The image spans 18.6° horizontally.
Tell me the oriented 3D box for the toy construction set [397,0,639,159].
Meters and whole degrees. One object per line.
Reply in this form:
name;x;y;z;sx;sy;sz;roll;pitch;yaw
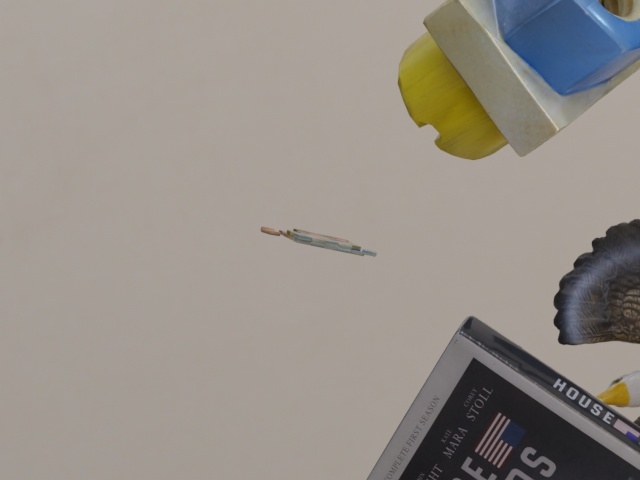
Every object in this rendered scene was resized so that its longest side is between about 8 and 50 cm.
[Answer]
toy construction set;0.081;-0.152;0.478;0.215;0.151;0.327;45;29;-9

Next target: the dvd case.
dvd case;0.143;0.175;1.125;0.239;0.179;0.029;34;34;9

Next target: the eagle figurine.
eagle figurine;0.341;0.108;1.766;0.298;0.225;0.226;-119;-137;-82

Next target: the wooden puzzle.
wooden puzzle;0.000;0.000;1.353;0.049;0.083;0.006;-154;-104;-72
